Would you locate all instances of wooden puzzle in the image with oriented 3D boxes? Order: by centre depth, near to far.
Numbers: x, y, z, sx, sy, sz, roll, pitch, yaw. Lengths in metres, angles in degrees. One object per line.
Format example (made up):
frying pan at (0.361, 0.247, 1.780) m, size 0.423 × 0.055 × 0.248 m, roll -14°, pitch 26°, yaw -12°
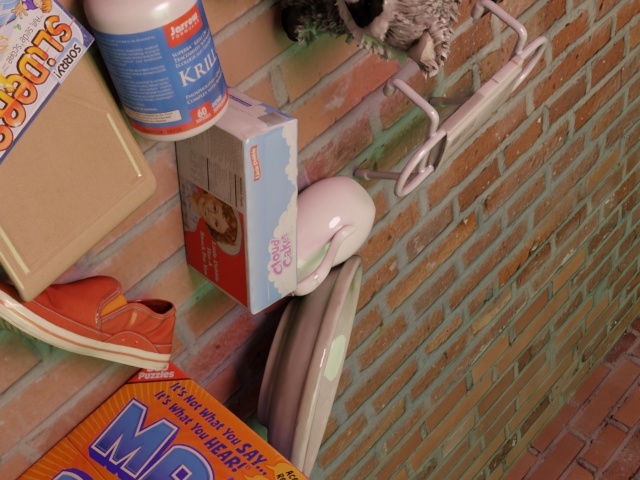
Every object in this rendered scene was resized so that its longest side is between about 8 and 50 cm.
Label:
wooden puzzle at (-0.296, -0.089, 0.878) m, size 0.221 × 0.044 × 0.239 m, roll -49°, pitch 133°, yaw -39°

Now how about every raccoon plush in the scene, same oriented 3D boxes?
raccoon plush at (0.152, -0.352, 1.064) m, size 0.446 × 0.299 × 0.216 m, roll -25°, pitch 132°, yaw -38°

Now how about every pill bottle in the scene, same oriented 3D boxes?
pill bottle at (-0.184, -0.230, 0.899) m, size 0.124 × 0.124 × 0.221 m, roll -40°, pitch 140°, yaw -24°

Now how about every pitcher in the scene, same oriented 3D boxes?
pitcher at (0.000, 0.000, 1.238) m, size 0.207 × 0.178 × 0.125 m, roll -44°, pitch 118°, yaw -18°

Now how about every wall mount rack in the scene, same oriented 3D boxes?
wall mount rack at (0.183, -0.198, 1.259) m, size 0.350 × 0.130 × 0.304 m, roll -43°, pitch 166°, yaw -20°

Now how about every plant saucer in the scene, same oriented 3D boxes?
plant saucer at (-0.025, 0.208, 1.336) m, size 0.400 × 0.100 × 0.400 m, roll 14°, pitch 90°, yaw -84°

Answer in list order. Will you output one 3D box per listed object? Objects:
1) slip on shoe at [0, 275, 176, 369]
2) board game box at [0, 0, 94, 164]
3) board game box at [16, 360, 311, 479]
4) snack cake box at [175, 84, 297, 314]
slip on shoe at (-0.295, 0.086, 1.008) m, size 0.331 × 0.123 × 0.101 m, roll 29°, pitch 77°, yaw -57°
board game box at (-0.318, -0.168, 0.767) m, size 0.136 × 0.035 × 0.201 m, roll 46°, pitch 54°, yaw -34°
board game box at (-0.199, 0.463, 1.169) m, size 0.356 × 0.356 × 0.356 m, roll -42°, pitch 141°, yaw -22°
snack cake box at (-0.109, -0.055, 1.087) m, size 0.089 × 0.152 × 0.264 m, roll -28°, pitch 134°, yaw -36°
